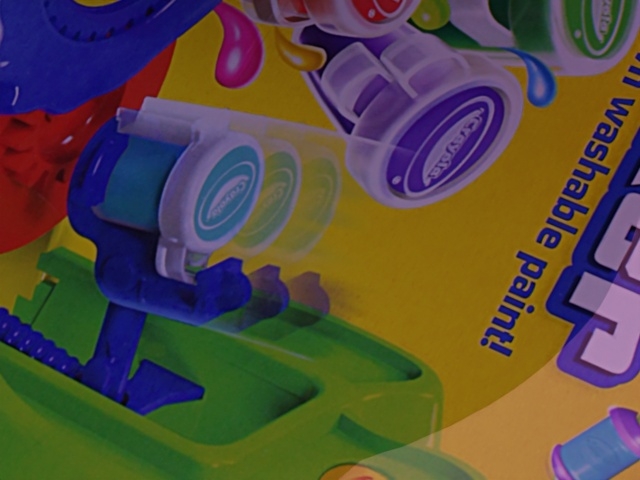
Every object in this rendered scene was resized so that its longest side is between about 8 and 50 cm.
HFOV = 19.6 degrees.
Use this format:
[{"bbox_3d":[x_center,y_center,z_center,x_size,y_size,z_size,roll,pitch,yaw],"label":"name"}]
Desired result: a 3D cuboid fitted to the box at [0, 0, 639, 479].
[{"bbox_3d":[0.000,0.000,0.466,0.279,0.177,0.290,23,70,20],"label":"box"}]
